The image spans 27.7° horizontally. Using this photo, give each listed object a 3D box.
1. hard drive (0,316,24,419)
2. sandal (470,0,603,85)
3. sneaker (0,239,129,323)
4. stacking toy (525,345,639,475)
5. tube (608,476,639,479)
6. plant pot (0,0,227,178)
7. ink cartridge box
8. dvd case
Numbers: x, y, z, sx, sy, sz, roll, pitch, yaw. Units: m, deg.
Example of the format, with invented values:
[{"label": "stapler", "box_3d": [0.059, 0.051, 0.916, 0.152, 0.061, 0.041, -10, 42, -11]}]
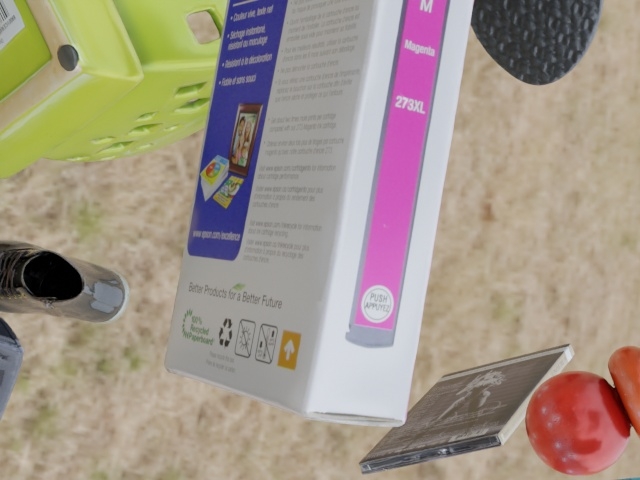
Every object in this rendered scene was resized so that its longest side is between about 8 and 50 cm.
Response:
[{"label": "hard drive", "box_3d": [-0.309, 0.127, 0.826, 0.254, 0.172, 0.054, -58, -155, 26]}, {"label": "sandal", "box_3d": [0.222, -0.403, 1.514, 0.107, 0.168, 0.445, -45, 117, -58]}, {"label": "sneaker", "box_3d": [-0.320, 0.032, 1.356, 0.118, 0.222, 0.083, 44, 54, -72]}, {"label": "stacking toy", "box_3d": [0.326, 0.102, 1.083, 0.141, 0.330, 0.141, -23, 90, -80]}, {"label": "tube", "box_3d": [0.158, 0.219, 1.016, 0.080, 0.207, 0.052, 89, -3, -74]}, {"label": "plant pot", "box_3d": [-0.174, -0.180, 0.956, 0.207, 0.228, 0.227, -25, 89, -47]}, {"label": "ink cartridge box", "box_3d": [0.003, -0.098, 0.685, 0.069, 0.176, 0.370, 8, 88, -29]}, {"label": "dvd case", "box_3d": [0.155, 0.174, 1.346, 0.221, 0.165, 0.018, -35, 103, -55]}]
